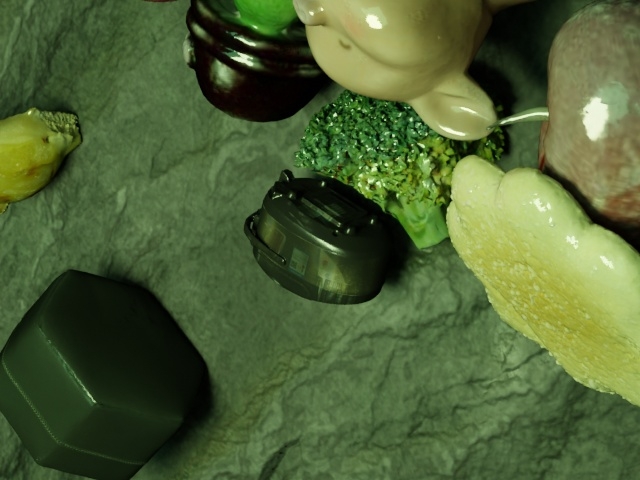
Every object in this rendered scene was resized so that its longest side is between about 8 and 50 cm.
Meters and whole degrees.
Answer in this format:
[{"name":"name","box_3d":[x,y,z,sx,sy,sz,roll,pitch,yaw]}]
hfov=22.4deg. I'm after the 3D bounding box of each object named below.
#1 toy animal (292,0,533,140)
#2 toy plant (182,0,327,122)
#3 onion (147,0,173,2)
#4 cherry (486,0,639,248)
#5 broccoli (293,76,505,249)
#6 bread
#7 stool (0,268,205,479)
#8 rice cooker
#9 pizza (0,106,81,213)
[{"name":"toy animal","box_3d":[0.124,-0.265,1.510,0.237,0.326,0.269,52,149,39]},{"name":"toy plant","box_3d":[-0.043,-0.252,1.669,0.175,0.218,0.235,19,121,0]},{"name":"onion","box_3d":[-0.163,-0.352,1.733,0.207,0.200,0.200,-7,93,26]},{"name":"cherry","box_3d":[0.292,-0.108,1.460,0.286,0.236,0.212,3,66,15]},{"name":"broccoli","box_3d":[0.091,-0.080,1.651,0.220,0.194,0.194,-23,84,8]},{"name":"bread","box_3d":[0.228,0.047,1.507,0.316,0.316,0.054,40,74,21]},{"name":"stool","box_3d":[-0.256,0.155,1.835,0.141,0.232,0.232,-45,73,27]},{"name":"rice cooker","box_3d":[0.000,0.000,1.713,0.165,0.112,0.106,37,126,22]},{"name":"pizza","box_3d":[-0.391,-0.082,1.899,0.188,0.204,0.080,-33,69,24]}]
